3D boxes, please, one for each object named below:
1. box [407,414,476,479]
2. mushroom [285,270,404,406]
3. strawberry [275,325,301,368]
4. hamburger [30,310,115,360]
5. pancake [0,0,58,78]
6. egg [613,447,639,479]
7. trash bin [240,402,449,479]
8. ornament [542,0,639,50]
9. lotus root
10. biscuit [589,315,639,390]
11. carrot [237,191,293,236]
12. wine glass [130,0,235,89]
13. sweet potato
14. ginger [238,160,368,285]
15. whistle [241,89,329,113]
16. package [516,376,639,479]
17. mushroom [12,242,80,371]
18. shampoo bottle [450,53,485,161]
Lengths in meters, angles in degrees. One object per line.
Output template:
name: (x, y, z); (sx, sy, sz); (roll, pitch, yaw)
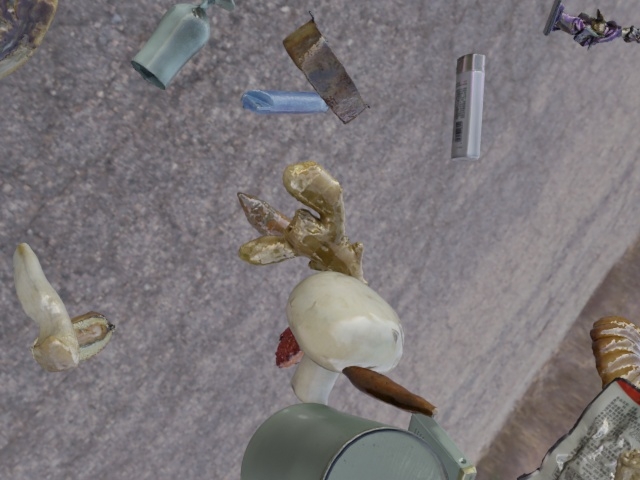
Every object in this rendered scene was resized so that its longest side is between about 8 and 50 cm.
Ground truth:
box: (0.239, 0.526, 1.633); (0.045, 0.211, 0.270); (-9, 123, -28)
mushroom: (0.030, 0.259, 1.844); (0.314, 0.314, 0.336); (0, 121, -59)
strawberry: (-0.062, 0.288, 2.185); (0.190, 0.111, 0.236); (-25, 167, -2)
hamburger: (-0.513, 0.207, 1.587); (0.176, 0.087, 0.102); (-25, -171, -4)
pancake: (-0.544, -0.344, 1.126); (0.244, 0.057, 0.266); (22, 107, -33)
egg: (0.371, 0.284, 0.802); (0.116, 0.118, 0.140); (-46, 127, -16)
trash bin: (0.027, 0.449, 1.377); (0.280, 0.280, 0.432); (-46, -171, -21)
ornament: (0.577, -0.449, 1.584); (0.081, 0.203, 0.088); (-77, -179, -65)
lotus root: (0.018, -0.296, 1.360); (0.074, 0.170, 0.261); (-35, 158, 7)
biscuit: (0.809, 0.342, 1.926); (0.107, 0.325, 0.326); (-29, 171, 35)
carrot: (-0.145, -0.060, 2.106); (0.102, 0.102, 0.263); (-54, 129, -6)
wine glass: (-0.280, -0.419, 1.518); (0.231, 0.103, 0.103); (-55, 154, -11)
sweet potato: (0.138, 0.309, 1.533); (0.057, 0.264, 0.057); (-15, 112, -42)
ginger: (0.006, -0.019, 1.949); (0.363, 0.348, 0.122); (-60, -164, 27)
whistle: (-0.081, -0.349, 1.887); (0.304, 0.062, 0.062); (-14, 131, -54)
package: (0.387, 0.306, 1.006); (0.232, 0.166, 0.040); (-44, 130, -6)
mushroom: (-0.369, 0.084, 0.980); (0.054, 0.202, 0.059); (9, 132, -51)
shampoo bottle: (0.325, -0.291, 1.650); (0.056, 0.086, 0.227); (4, 88, -16)
